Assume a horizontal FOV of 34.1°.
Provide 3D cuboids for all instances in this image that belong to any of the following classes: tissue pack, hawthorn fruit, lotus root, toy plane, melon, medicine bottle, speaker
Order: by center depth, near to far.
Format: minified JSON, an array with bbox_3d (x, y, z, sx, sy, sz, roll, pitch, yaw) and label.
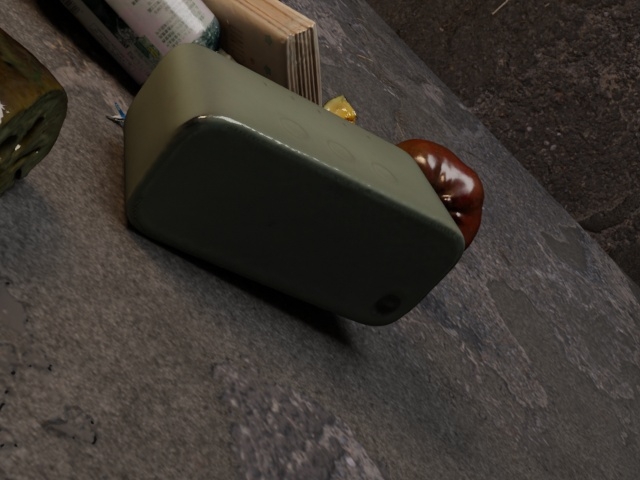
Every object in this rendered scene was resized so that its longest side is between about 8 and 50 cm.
[{"bbox_3d":[-0.312,-0.111,0.905,0.119,0.138,0.235,36,25,1],"label":"lotus root"},{"bbox_3d":[-0.036,-0.063,1.237,0.406,0.183,0.184,24,31,-33],"label":"speaker"},{"bbox_3d":[-0.218,-0.144,1.270,0.084,0.024,0.078,21,12,16],"label":"toy plane"},{"bbox_3d":[-0.232,-0.298,1.387,0.293,0.141,0.141,47,18,-18],"label":"medicine bottle"},{"bbox_3d":[-0.123,-0.294,1.485,0.325,0.071,0.170,38,-34,34],"label":"tissue pack"},{"bbox_3d":[0.152,-0.057,1.675,0.208,0.208,0.248,46,-1,-2],"label":"hawthorn fruit"},{"bbox_3d":[0.040,-0.180,1.868,0.128,0.079,0.160,-8,56,-46],"label":"melon"}]
